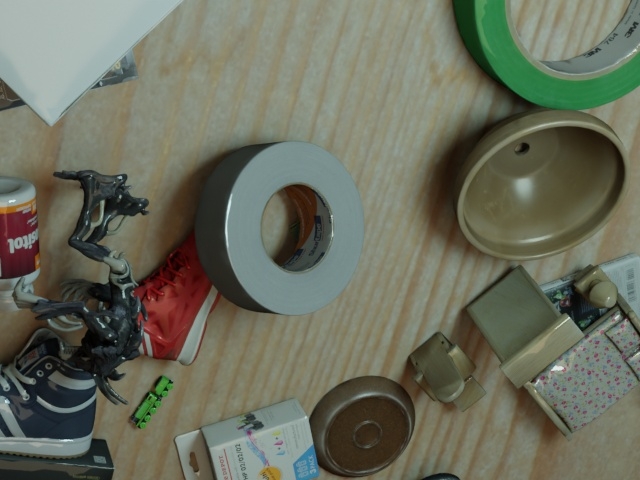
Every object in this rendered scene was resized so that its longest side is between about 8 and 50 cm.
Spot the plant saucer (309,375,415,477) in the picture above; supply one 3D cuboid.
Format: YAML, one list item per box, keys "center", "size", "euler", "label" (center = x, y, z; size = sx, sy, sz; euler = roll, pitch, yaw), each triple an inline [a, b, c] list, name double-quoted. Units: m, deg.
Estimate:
- center: [0.064, 0.277, 1.812]
  size: [0.168, 0.029, 0.168]
  euler: [-7, 114, -16]
  label: "plant saucer"

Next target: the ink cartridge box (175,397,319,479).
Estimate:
- center: [-0.102, 0.302, 1.746]
  size: [0.181, 0.061, 0.104]
  euler: [-16, 115, -11]
  label: "ink cartridge box"

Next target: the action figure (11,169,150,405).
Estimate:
- center: [-0.280, 0.060, 1.513]
  size: [0.141, 0.164, 0.275]
  euler: [0, 83, 12]
  label: "action figure"

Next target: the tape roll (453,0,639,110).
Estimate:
- center: [0.333, -0.334, 1.627]
  size: [0.321, 0.077, 0.321]
  euler: [-7, 114, -16]
  label: "tape roll"

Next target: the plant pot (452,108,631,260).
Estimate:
- center: [0.283, -0.094, 1.670]
  size: [0.237, 0.109, 0.237]
  euler: [-8, 133, -9]
  label: "plant pot"

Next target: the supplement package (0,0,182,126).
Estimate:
- center: [-0.274, -0.295, 1.336]
  size: [0.262, 0.145, 0.204]
  euler: [-43, 118, 0]
  label: "supplement package"

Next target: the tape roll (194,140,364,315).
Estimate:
- center: [-0.049, -0.016, 1.578]
  size: [0.219, 0.072, 0.219]
  euler: [-1, 91, -39]
  label: "tape roll"

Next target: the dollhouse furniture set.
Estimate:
- center: [0.357, 0.227, 1.785]
  size: [0.303, 0.174, 0.355]
  euler: [-39, 115, 7]
  label: "dollhouse furniture set"

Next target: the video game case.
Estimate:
- center: [0.408, 0.129, 1.871]
  size: [0.173, 0.022, 0.190]
  euler: [-18, 117, -11]
  label: "video game case"

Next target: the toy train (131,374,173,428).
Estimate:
- center: [-0.229, 0.220, 1.696]
  size: [0.024, 0.017, 0.083]
  euler: [33, 98, -17]
  label: "toy train"

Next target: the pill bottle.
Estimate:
- center: [-0.385, 0.005, 1.517]
  size: [0.086, 0.086, 0.152]
  euler: [-5, 114, -17]
  label: "pill bottle"

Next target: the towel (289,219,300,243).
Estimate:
- center: [0.000, 0.000, 1.687]
  size: [0.060, 0.009, 0.083]
  euler: [-31, 118, -4]
  label: "towel"

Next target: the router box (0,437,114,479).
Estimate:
- center: [-0.451, 0.372, 1.647]
  size: [0.309, 0.081, 0.243]
  euler: [9, 108, -22]
  label: "router box"

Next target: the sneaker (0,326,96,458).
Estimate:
- center: [-0.415, 0.189, 1.574]
  size: [0.282, 0.099, 0.153]
  euler: [7, 112, -26]
  label: "sneaker"

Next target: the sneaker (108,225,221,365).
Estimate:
- center: [-0.199, 0.057, 1.602]
  size: [0.128, 0.087, 0.221]
  euler: [9, 107, -23]
  label: "sneaker"

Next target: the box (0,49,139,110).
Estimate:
- center: [-0.324, -0.279, 1.439]
  size: [0.183, 0.056, 0.231]
  euler: [-16, 115, -13]
  label: "box"

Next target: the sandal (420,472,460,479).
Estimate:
- center: [0.136, 0.449, 1.899]
  size: [0.097, 0.054, 0.254]
  euler: [18, 114, -17]
  label: "sandal"
